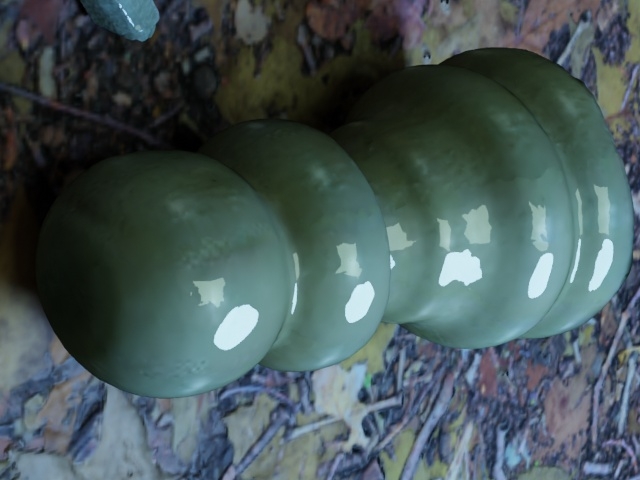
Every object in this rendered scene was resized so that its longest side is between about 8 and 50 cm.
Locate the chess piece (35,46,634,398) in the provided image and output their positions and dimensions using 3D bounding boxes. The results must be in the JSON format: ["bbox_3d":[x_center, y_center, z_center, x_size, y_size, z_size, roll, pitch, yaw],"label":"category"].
[{"bbox_3d":[0.000,0.000,0.999,0.330,0.182,0.182,-14,111,-39],"label":"chess piece"}]

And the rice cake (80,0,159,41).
[{"bbox_3d":[-0.130,-0.165,0.902,0.029,0.033,0.171,-56,134,-26],"label":"rice cake"}]
